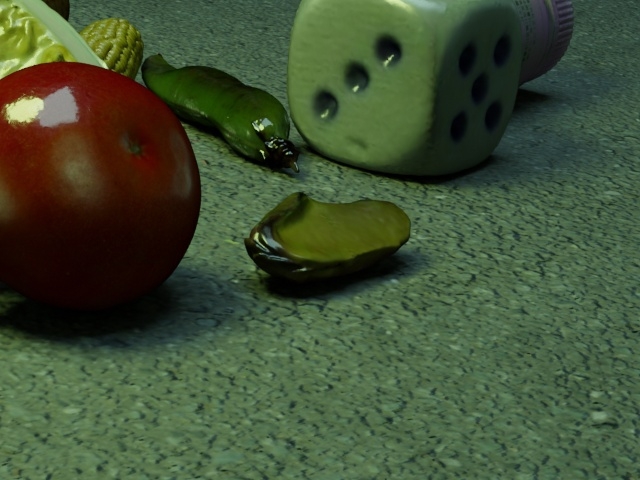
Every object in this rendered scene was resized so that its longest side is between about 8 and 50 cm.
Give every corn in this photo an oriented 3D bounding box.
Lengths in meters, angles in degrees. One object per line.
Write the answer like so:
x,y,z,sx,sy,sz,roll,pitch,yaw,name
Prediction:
-0.245,-0.180,1.520,0.091,0.091,0.260,-28,17,17,corn

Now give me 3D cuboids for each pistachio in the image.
0.000,0.000,1.161,0.173,0.049,0.089,-13,49,-45,pistachio

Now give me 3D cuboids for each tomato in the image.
-0.175,-0.041,1.033,0.136,0.195,0.195,-24,0,36,tomato

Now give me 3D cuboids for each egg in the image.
-0.311,-0.138,1.307,0.271,0.162,0.206,43,16,2,egg

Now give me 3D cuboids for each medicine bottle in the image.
0.175,-0.254,1.713,0.178,0.178,0.291,17,24,30,medicine bottle

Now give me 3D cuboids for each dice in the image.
0.089,-0.182,1.476,0.193,0.191,0.194,19,25,30,dice

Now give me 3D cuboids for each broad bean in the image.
-0.101,-0.143,1.506,0.077,0.061,0.339,-24,31,-23,broad bean

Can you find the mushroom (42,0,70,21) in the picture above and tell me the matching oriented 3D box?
-0.432,-0.279,1.509,0.346,0.259,0.345,8,22,-3,mushroom
